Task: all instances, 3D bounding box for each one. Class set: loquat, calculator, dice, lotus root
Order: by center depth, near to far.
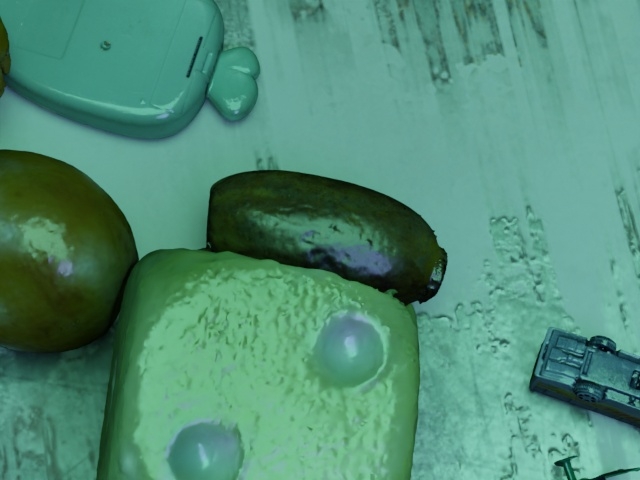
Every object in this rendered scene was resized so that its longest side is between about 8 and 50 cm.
[{"bbox_3d":[-0.059,0.148,1.433,0.250,0.252,0.254,8,81,-10],"label":"dice"},{"bbox_3d":[-0.278,0.007,1.521,0.227,0.179,0.179,23,68,11],"label":"loquat"},{"bbox_3d":[0.000,0.000,1.583,0.241,0.124,0.123,10,72,-4],"label":"lotus root"},{"bbox_3d":[-0.202,-0.198,1.674,0.295,0.042,0.184,16,69,0],"label":"calculator"}]

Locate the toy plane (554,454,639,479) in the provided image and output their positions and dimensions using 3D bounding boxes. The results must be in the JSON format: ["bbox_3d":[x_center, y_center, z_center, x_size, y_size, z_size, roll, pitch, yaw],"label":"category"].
[{"bbox_3d":[0.186,0.247,1.535,0.235,0.096,0.060,-14,74,-31],"label":"toy plane"}]

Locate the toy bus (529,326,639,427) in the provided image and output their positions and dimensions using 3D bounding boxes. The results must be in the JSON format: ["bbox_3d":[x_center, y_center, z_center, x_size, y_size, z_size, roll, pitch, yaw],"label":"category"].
[{"bbox_3d":[0.298,0.145,1.594,0.191,0.075,0.064,20,67,1],"label":"toy bus"}]

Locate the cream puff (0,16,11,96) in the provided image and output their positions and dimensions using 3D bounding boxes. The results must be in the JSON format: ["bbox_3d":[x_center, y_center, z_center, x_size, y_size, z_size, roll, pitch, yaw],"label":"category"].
[{"bbox_3d":[-0.390,-0.181,1.597,0.189,0.129,0.189,0,94,0],"label":"cream puff"}]
